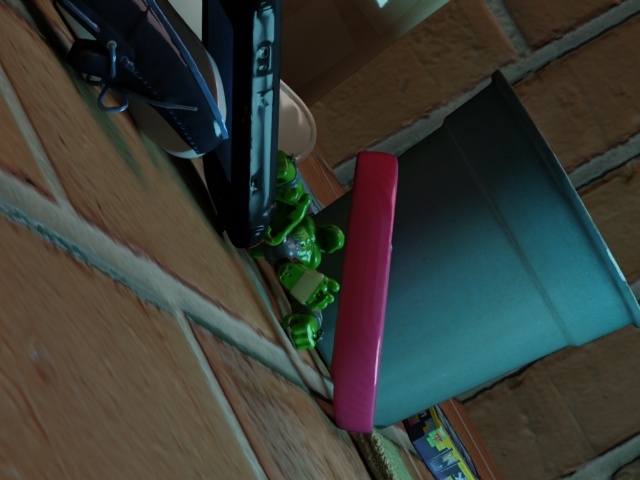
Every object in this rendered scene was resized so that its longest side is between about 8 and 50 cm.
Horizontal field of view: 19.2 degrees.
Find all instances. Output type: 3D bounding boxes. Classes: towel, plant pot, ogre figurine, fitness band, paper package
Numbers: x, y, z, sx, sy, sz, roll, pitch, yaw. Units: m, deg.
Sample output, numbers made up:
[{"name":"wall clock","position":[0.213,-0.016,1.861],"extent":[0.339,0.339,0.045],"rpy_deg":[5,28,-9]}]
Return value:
[{"name":"towel","position":[0.083,0.265,1.974],"extent":[0.148,0.027,0.110],"rpy_deg":[63,6,23]},{"name":"plant pot","position":[0.147,0.032,2.184],"extent":[0.341,0.334,0.341],"rpy_deg":[59,6,-10]},{"name":"ogre figurine","position":[-0.027,0.004,1.961],"extent":[0.197,0.097,0.118],"rpy_deg":[61,5,-5]},{"name":"fitness band","position":[0.046,0.053,1.938],"extent":[0.209,0.054,0.290],"rpy_deg":[96,0,-75]},{"name":"paper package","position":[-0.020,-0.343,2.449],"extent":[0.168,0.325,0.309],"rpy_deg":[56,-8,-34]}]

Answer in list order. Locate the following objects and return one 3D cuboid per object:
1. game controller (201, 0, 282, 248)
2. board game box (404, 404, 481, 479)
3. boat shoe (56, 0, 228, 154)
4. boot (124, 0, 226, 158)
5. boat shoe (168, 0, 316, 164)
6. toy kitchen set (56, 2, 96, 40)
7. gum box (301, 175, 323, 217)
[{"name":"game controller","position":[-0.085,-0.153,1.825],"extent":[0.166,0.067,0.319],"rpy_deg":[-129,-146,-47]},{"name":"board game box","position":[0.166,0.284,2.593],"extent":[0.170,0.048,0.141],"rpy_deg":[58,7,-30]},{"name":"boat shoe","position":[-0.177,-0.171,1.568],"extent":[0.258,0.089,0.109],"rpy_deg":[54,-7,-13]},{"name":"boot","position":[-0.139,-0.164,1.804],"extent":[0.123,0.095,0.258],"rpy_deg":[40,19,-57]},{"name":"boat shoe","position":[-0.136,-0.208,2.191],"extent":[0.319,0.116,0.099],"rpy_deg":[49,-24,-20]},{"name":"toy kitchen set","position":[-0.193,-0.308,1.686],"extent":[0.207,0.166,0.122],"rpy_deg":[58,5,-18]},{"name":"gum box","position":[0.000,0.000,2.601],"extent":[0.157,0.041,0.184],"rpy_deg":[58,5,-28]}]
